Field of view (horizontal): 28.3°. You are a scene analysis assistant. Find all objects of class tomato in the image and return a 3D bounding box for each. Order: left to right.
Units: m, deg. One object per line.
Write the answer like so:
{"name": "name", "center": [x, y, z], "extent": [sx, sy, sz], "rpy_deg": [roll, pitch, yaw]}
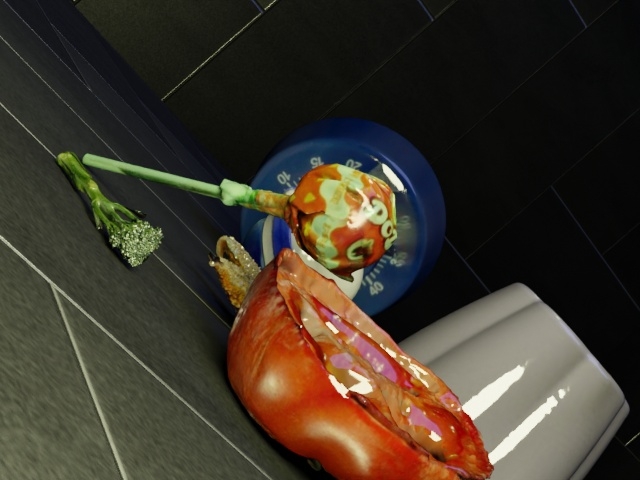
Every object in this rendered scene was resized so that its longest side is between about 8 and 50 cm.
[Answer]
{"name": "tomato", "center": [0.012, 0.116, 0.908], "extent": [0.228, 0.101, 0.228], "rpy_deg": [43, 8, -7]}

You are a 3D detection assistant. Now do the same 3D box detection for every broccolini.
{"name": "broccolini", "center": [-0.154, -0.031, 0.917], "extent": [0.140, 0.035, 0.030], "rpy_deg": [48, -3, 44]}

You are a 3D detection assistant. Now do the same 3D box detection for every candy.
{"name": "candy", "center": [-0.073, -0.034, 1.026], "extent": [0.288, 0.084, 0.078], "rpy_deg": [13, -18, 22]}

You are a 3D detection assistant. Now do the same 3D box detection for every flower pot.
{"name": "flower pot", "center": [0.180, 0.187, 1.350], "extent": [0.265, 0.243, 0.265], "rpy_deg": [49, -2, 2]}

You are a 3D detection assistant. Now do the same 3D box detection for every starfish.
{"name": "starfish", "center": [-0.041, 0.086, 1.130], "extent": [0.240, 0.043, 0.227], "rpy_deg": [53, 5, 21]}

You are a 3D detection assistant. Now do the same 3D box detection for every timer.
{"name": "timer", "center": [0.000, 0.000, 1.537], "extent": [0.270, 0.270, 0.383], "rpy_deg": [49, 15, 0]}
